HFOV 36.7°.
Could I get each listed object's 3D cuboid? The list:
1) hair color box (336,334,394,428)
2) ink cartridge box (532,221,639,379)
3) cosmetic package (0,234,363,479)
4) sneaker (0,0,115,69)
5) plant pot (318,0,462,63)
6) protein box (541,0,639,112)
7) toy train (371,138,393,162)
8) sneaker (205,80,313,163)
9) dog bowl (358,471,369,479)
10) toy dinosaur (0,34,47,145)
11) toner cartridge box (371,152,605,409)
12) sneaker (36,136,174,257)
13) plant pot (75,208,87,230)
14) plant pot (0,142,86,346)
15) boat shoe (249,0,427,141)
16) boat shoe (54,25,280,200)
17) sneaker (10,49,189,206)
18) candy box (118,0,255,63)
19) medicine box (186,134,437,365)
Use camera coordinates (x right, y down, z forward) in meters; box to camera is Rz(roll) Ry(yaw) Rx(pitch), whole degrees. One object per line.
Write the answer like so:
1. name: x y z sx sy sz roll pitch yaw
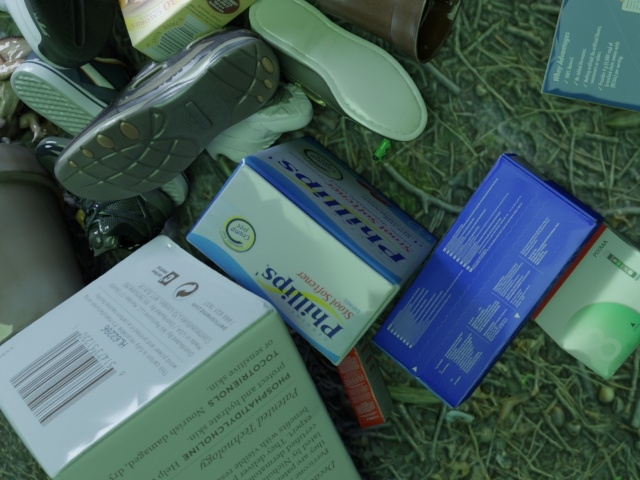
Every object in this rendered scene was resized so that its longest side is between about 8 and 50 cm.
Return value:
1. hair color box: 0.065 0.213 1.505 0.043 0.072 0.141 -20 95 19
2. ink cartridge box: 0.378 0.063 1.391 0.225 0.056 0.181 35 109 5
3. cosmetic package: -0.195 0.271 1.332 0.329 0.327 0.393 28 149 50
4. sneaker: -0.466 -0.392 1.453 0.257 0.169 0.447 -38 63 34
5. plant pot: 0.097 -0.351 1.332 0.165 0.167 0.167 25 108 18
6. protein box: 0.413 -0.273 1.261 0.201 0.136 0.199 14 106 13
7. toy train: 0.101 -0.150 1.439 0.017 0.024 0.083 35 109 7
8. sneaker: -0.093 -0.167 1.449 0.232 0.090 0.115 1 130 41
9. dog bowl: -0.028 0.506 1.581 0.349 0.102 0.348 3 102 15
10. toy dinosaur: -0.529 -0.242 1.559 0.200 0.127 0.295 35 99 29
11. toner cartridge box: 0.238 0.060 1.404 0.165 0.075 0.348 40 110 18
12. sneaker: -0.347 -0.061 1.470 0.227 0.130 0.087 36 144 -14
13. plant pot: -0.347 -0.040 1.563 0.081 0.083 0.081 -39 89 19
14. plant pot: -0.496 0.062 1.465 0.323 0.323 0.280 -46 67 20
15. boat shoe: 0.025 -0.245 1.406 0.305 0.091 0.109 38 76 4
16. boat shoe: -0.220 -0.183 1.384 0.355 0.130 0.132 -30 128 5
17. sneaker: -0.312 -0.191 1.494 0.126 0.127 0.321 -20 126 44
18. candy box: -0.151 -0.415 1.382 0.316 0.087 0.183 -33 60 20
19. medicine box: 0.000 0.000 1.360 0.263 0.289 0.149 39 109 5
